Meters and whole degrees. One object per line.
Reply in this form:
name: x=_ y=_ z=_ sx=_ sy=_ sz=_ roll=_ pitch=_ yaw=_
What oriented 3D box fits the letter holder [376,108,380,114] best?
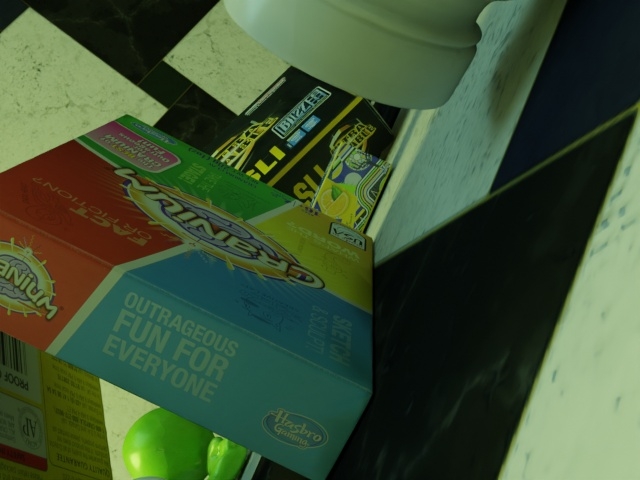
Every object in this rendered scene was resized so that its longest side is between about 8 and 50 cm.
letter holder: x=-0.021 y=-0.110 z=1.346 sx=0.214 sy=0.152 sz=0.302 roll=-62 pitch=5 yaw=25

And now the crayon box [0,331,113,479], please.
crayon box: x=-0.191 y=0.183 z=0.500 sx=0.202 sy=0.081 sz=0.319 roll=57 pitch=-165 yaw=-61

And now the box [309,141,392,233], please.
box: x=0.009 y=-0.008 z=0.873 sx=0.054 sy=0.059 sz=0.169 roll=135 pitch=159 yaw=-84

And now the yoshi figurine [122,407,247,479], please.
yoshi figurine: x=-0.182 y=0.268 z=0.956 sx=0.203 sy=0.203 sz=0.362 roll=-50 pitch=-1 yaw=-9

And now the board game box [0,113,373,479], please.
board game box: x=-0.082 y=0.013 z=0.608 sx=0.064 sy=0.242 sz=0.316 roll=-62 pitch=5 yaw=15

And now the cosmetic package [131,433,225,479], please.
cosmetic package: x=-0.167 y=0.260 z=1.236 sx=0.085 sy=0.117 sz=0.231 roll=148 pitch=146 yaw=-86

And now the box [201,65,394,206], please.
box: x=-0.088 y=-0.069 z=1.081 sx=0.322 sy=0.079 sz=0.257 roll=-44 pitch=28 yaw=0

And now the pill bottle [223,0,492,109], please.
pill bottle: x=0.075 y=-0.242 z=0.423 sx=0.188 sy=0.187 sz=0.334 roll=-72 pitch=8 yaw=-62
